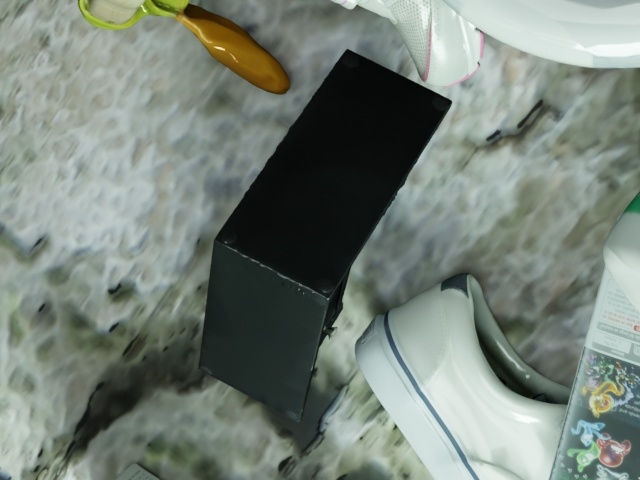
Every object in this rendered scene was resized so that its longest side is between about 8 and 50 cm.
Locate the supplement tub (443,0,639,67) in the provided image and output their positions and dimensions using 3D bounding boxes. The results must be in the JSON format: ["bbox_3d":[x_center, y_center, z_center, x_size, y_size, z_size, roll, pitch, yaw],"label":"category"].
[{"bbox_3d":[0.150,-0.189,0.759,0.207,0.338,0.207,2,98,14],"label":"supplement tub"}]

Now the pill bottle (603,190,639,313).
[{"bbox_3d":[0.310,-0.067,0.695,0.204,0.204,0.361,40,88,6],"label":"pill bottle"}]

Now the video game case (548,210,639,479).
[{"bbox_3d":[0.227,0.092,0.842,0.190,0.022,0.173,18,110,20],"label":"video game case"}]

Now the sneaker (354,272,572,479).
[{"bbox_3d":[0.126,0.135,0.943,0.091,0.094,0.258,-39,87,21],"label":"sneaker"}]

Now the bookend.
[{"bbox_3d":[0.000,0.000,0.956,0.072,0.156,0.157,27,148,9],"label":"bookend"}]

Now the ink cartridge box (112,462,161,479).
[{"bbox_3d":[-0.061,0.235,0.962,0.225,0.181,0.056,33,106,6],"label":"ink cartridge box"}]

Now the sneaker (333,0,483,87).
[{"bbox_3d":[-0.001,-0.183,0.895,0.111,0.103,0.252,-34,107,3],"label":"sneaker"}]

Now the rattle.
[{"bbox_3d":[-0.058,-0.209,0.953,0.143,0.130,0.199,17,76,1],"label":"rattle"}]
